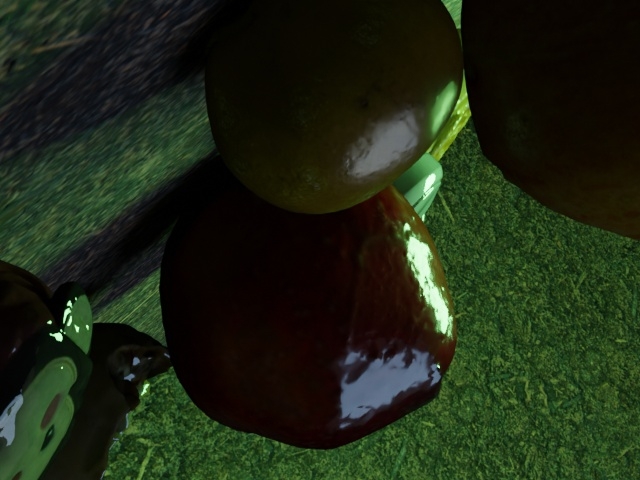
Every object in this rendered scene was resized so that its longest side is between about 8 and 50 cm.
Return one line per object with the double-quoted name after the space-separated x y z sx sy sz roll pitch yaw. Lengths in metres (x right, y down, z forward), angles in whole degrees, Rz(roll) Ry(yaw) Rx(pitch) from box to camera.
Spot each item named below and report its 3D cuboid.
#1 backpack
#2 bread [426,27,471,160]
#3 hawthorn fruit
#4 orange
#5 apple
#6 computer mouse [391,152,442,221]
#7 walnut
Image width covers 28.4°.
-0.223 0.110 0.712 0.229 0.139 0.229 -59 179 -1 "backpack"
0.124 -0.145 1.568 0.235 0.099 0.210 -49 177 -4 "bread"
-0.027 0.036 1.131 0.265 0.307 0.265 -14 -139 13 "hawthorn fruit"
0.004 -0.093 0.719 0.154 0.134 0.155 -37 -158 17 "orange"
0.278 -0.159 0.972 0.339 0.339 0.339 -41 177 -2 "apple"
0.000 0.000 1.362 0.296 0.121 0.184 -18 178 -7 "computer mouse"
-0.235 0.152 1.184 0.204 0.141 0.238 -53 -178 -26 "walnut"
